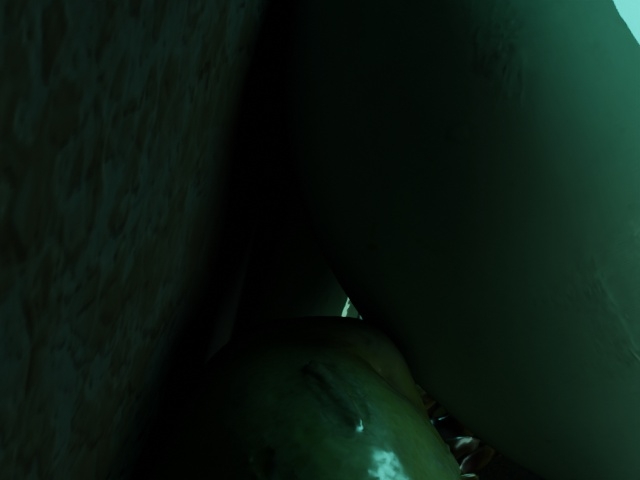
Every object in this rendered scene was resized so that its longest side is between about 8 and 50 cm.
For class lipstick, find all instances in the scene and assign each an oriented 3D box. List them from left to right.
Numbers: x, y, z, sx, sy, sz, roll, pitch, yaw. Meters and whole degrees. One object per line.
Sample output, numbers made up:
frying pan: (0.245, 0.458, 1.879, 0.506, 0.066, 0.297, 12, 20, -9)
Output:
lipstick: (0.000, 0.000, 0.695, 0.076, 0.076, 0.304, -38, 142, -84)

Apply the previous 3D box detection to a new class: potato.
potato: (-0.011, 0.135, 0.494, 0.178, 0.160, 0.235, -35, -143, 31)

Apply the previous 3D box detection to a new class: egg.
egg: (0.119, -0.017, 0.576, 0.371, 0.229, 0.230, 60, 20, -16)

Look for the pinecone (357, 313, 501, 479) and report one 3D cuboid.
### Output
pinecone: (0.055, 0.185, 0.965, 0.264, 0.264, 0.264, 15, 90, -86)
